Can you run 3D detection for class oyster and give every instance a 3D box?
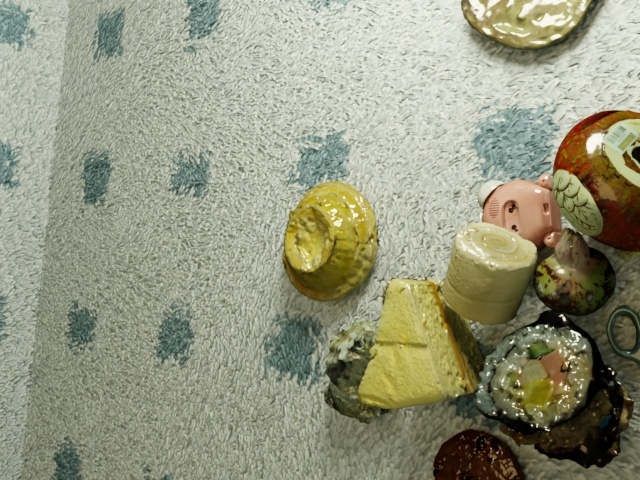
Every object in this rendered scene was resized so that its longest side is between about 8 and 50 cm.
[{"bbox_3d":[0.090,0.274,1.380,0.198,0.112,0.267,26,117,37],"label":"oyster"}]

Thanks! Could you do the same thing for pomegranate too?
[{"bbox_3d":[0.442,0.052,1.122,0.138,0.125,0.163,-22,97,-7],"label":"pomegranate"}]

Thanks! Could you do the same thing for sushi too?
[{"bbox_3d":[0.411,0.270,1.102,0.225,0.219,0.238,-48,20,-1],"label":"sushi"}]

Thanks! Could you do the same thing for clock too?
[{"bbox_3d":[0.377,-0.044,1.224,0.162,0.093,0.165,-11,79,40],"label":"clock"}]

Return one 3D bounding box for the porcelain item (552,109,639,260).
[{"bbox_3d":[0.503,-0.088,1.082,0.253,0.253,0.252,-5,81,38],"label":"porcelain item"}]

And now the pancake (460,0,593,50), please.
[{"bbox_3d":[0.422,-0.514,1.271,0.295,0.049,0.294,-5,81,34],"label":"pancake"}]

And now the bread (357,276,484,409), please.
[{"bbox_3d":[0.182,0.195,1.238,0.199,0.263,0.235,-19,74,31],"label":"bread"}]

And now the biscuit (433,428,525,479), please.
[{"bbox_3d":[0.309,0.467,1.242,0.192,0.049,0.191,-7,78,34],"label":"biscuit"}]

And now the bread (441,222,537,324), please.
[{"bbox_3d":[0.308,0.061,1.170,0.148,0.134,0.141,21,125,18],"label":"bread"}]

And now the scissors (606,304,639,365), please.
[{"bbox_3d":[0.571,0.248,1.065,0.138,0.041,0.288,-11,77,29],"label":"scissors"}]

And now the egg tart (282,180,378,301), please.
[{"bbox_3d":[0.000,0.000,1.502,0.290,0.115,0.290,-7,79,39],"label":"egg tart"}]
